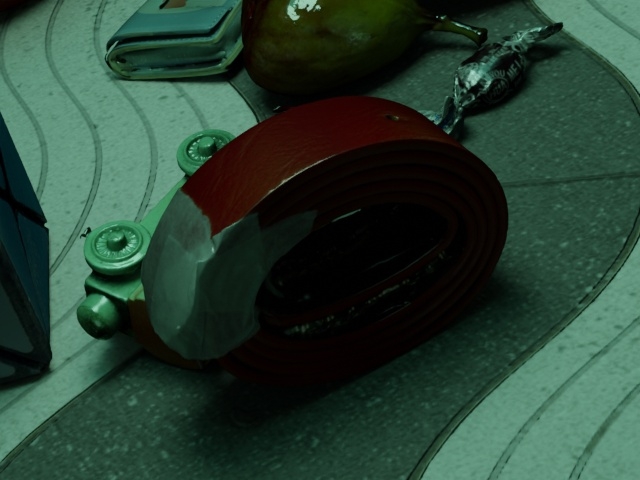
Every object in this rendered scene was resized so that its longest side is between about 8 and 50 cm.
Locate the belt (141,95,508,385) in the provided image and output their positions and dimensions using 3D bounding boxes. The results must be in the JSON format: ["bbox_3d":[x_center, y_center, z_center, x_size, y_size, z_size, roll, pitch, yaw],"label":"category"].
[{"bbox_3d":[0.000,0.000,1.536,0.323,0.227,0.115,-19,32,-20],"label":"belt"}]

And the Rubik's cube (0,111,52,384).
[{"bbox_3d":[-0.412,-0.002,1.699,0.254,0.259,0.260,-16,39,4],"label":"Rubik's cube"}]

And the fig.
[{"bbox_3d":[0.046,-0.238,1.932,0.274,0.146,0.170,1,39,2],"label":"fig"}]

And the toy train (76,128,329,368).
[{"bbox_3d":[-0.103,0.008,1.689,0.177,0.116,0.285,21,48,24],"label":"toy train"}]

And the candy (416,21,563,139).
[{"bbox_3d":[0.164,-0.172,1.853,0.226,0.051,0.094,-36,37,-24],"label":"candy"}]

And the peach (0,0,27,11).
[{"bbox_3d":[-0.447,-0.470,2.256,0.339,0.353,0.416,-21,8,26],"label":"peach"}]

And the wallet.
[{"bbox_3d":[-0.128,-0.286,2.112,0.176,0.075,0.250,0,38,32],"label":"wallet"}]
